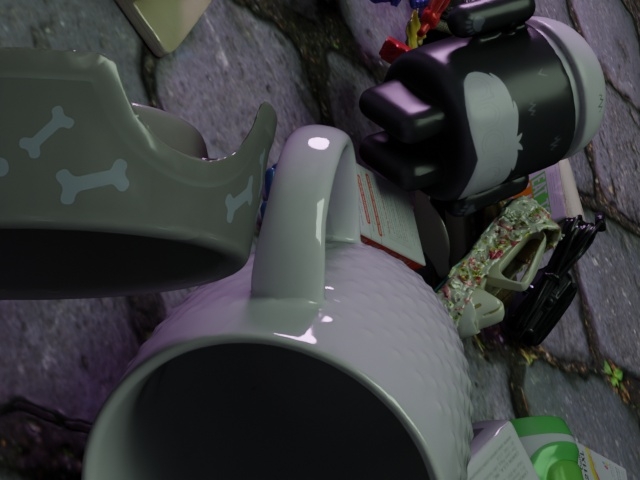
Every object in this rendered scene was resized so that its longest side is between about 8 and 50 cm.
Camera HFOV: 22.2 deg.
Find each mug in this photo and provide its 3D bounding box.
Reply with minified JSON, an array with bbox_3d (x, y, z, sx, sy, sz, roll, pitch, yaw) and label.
[{"bbox_3d":[-0.009,0.093,1.301,0.328,0.276,0.374,-59,152,-67],"label":"mug"}]

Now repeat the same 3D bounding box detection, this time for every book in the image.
[{"bbox_3d":[0.257,-0.035,2.030,0.035,0.144,0.096,16,54,-37],"label":"book"}]

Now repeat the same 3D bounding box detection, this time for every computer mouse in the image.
[{"bbox_3d":[0.281,0.037,1.977,0.060,0.184,0.262,35,3,14],"label":"computer mouse"}]

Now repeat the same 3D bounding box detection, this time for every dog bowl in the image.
[{"bbox_3d":[-0.200,-0.030,1.072,0.349,0.349,0.102,14,71,-56],"label":"dog bowl"}]

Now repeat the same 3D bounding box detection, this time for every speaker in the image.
[{"bbox_3d":[0.242,0.345,1.751,0.131,0.131,0.296,21,52,-53],"label":"speaker"}]

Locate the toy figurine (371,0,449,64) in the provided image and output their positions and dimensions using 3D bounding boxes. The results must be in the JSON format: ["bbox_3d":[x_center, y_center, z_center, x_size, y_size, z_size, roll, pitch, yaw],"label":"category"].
[{"bbox_3d":[0.071,-0.362,1.919,0.217,0.191,0.362,29,34,-2],"label":"toy figurine"}]

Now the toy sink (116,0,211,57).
[{"bbox_3d":[-0.147,-0.322,1.569,0.234,0.131,0.153,56,31,-20],"label":"toy sink"}]

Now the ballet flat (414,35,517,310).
[{"bbox_3d":[0.155,-0.076,1.901,0.124,0.116,0.342,-2,88,-45],"label":"ballet flat"}]

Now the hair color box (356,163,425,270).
[{"bbox_3d":[0.039,-0.025,1.708,0.167,0.053,0.093,27,45,-53],"label":"hair color box"}]

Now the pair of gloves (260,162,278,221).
[{"bbox_3d":[0.000,0.000,1.700,0.198,0.023,0.159,8,61,-59],"label":"pair of gloves"}]

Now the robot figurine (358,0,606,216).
[{"bbox_3d":[0.176,-0.144,1.772,0.278,0.209,0.173,-20,76,-26],"label":"robot figurine"}]

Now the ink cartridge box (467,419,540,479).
[{"bbox_3d":[0.156,0.409,1.534,0.308,0.091,0.385,-36,104,-47],"label":"ink cartridge box"}]

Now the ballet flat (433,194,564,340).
[{"bbox_3d":[0.185,0.045,1.804,0.241,0.077,0.091,-50,152,-22],"label":"ballet flat"}]

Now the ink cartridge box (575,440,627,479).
[{"bbox_3d":[0.301,0.314,1.925,0.175,0.072,0.127,31,45,-48],"label":"ink cartridge box"}]

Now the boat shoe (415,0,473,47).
[{"bbox_3d":[0.156,-0.250,2.065,0.092,0.103,0.285,39,45,-46],"label":"boat shoe"}]
